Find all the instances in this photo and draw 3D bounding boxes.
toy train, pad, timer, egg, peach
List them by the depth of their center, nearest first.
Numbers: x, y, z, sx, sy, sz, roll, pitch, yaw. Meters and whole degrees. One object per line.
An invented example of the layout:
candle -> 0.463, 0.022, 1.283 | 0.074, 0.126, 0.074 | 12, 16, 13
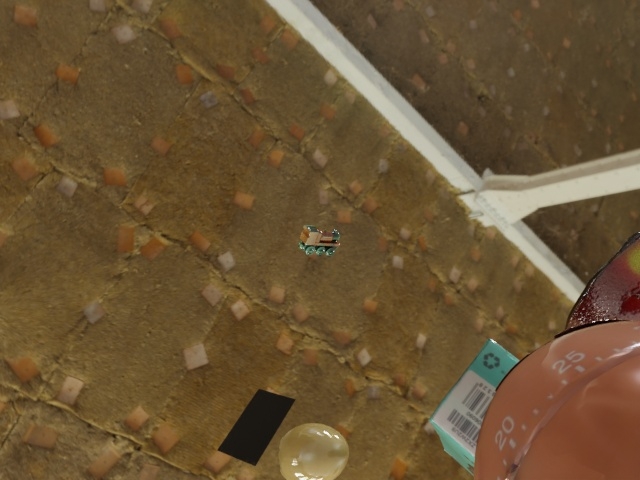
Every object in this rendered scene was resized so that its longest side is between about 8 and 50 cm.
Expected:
timer -> 0.217, 0.165, 0.317 | 0.229, 0.215, 0.230 | 0, -77, -1
egg -> -0.007, 0.286, 0.675 | 0.080, 0.096, 0.080 | -7, -90, -68
peach -> 0.456, 0.106, 0.759 | 0.189, 0.068, 0.279 | -17, -48, -13
toy train -> 0.000, 0.000, 1.151 | 0.103, 0.044, 0.064 | 4, -62, -34
pad -> -0.159, 0.463, 1.274 | 0.190, 0.127, 0.004 | -54, -46, -37

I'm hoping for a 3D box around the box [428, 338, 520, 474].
box -> 0.252, 0.262, 0.611 | 0.118, 0.205, 0.311 | -46, -30, -9
